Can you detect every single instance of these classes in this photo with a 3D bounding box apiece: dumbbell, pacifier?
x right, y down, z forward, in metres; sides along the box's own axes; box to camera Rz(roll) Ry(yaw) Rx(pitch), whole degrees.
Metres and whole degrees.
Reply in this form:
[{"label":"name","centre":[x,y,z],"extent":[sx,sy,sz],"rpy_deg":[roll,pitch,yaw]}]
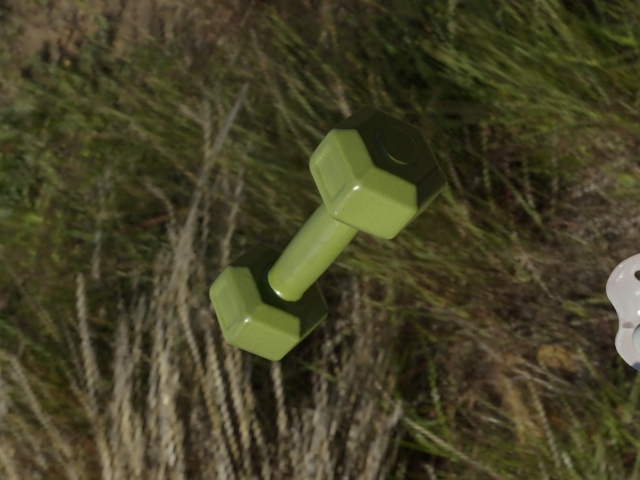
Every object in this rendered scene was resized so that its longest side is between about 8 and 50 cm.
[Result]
[{"label":"dumbbell","centre":[0.000,0.000,1.188],"extent":[0.302,0.108,0.121],"rpy_deg":[-51,53,43]},{"label":"pacifier","centre":[0.240,0.058,0.861],"extent":[0.082,0.078,0.099],"rpy_deg":[-6,108,27]}]
